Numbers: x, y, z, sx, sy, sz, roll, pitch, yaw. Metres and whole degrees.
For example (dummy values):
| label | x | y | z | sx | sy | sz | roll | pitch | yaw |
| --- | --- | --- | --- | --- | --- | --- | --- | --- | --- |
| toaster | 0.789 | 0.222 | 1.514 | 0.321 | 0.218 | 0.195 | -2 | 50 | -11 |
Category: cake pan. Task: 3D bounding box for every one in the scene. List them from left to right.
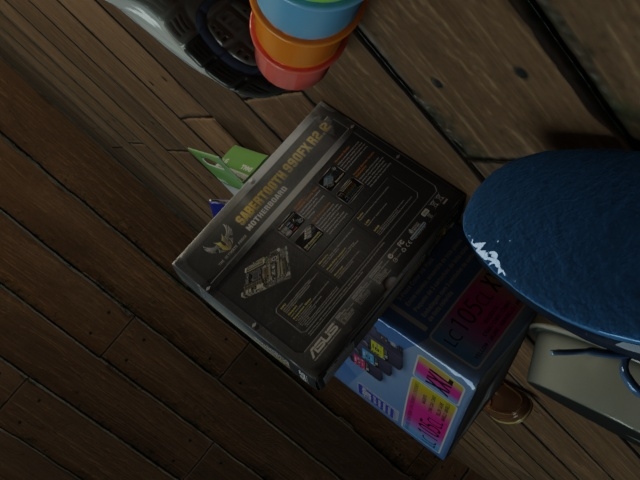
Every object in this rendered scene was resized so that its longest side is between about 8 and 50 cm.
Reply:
| label | x | y | z | sx | sy | sz | roll | pitch | yaw |
| --- | --- | --- | --- | --- | --- | --- | --- | --- | --- |
| cake pan | 0.313 | 0.165 | 0.648 | 0.293 | 0.054 | 0.293 | 28 | 175 | 2 |

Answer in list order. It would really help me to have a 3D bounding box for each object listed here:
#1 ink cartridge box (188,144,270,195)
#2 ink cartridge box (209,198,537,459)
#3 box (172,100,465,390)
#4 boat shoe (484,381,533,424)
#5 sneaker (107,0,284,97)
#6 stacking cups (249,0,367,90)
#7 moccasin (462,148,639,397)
| label | x | y | z | sx | sy | sz | roll | pitch | yaw |
| --- | --- | --- | --- | --- | --- | --- | --- | --- | --- |
| ink cartridge box | -0.099 | -0.088 | 1.129 | 0.209 | 0.062 | 0.109 | 48 | 166 | -35 |
| ink cartridge box | 0.042 | 0.055 | 0.877 | 0.395 | 0.151 | 0.270 | 36 | 155 | 22 |
| box | 0.000 | 0.000 | 0.711 | 0.183 | 0.231 | 0.056 | 35 | 165 | 18 |
| boat shoe | 0.292 | 0.264 | 1.244 | 0.060 | 0.064 | 0.178 | 41 | 172 | -18 |
| sneaker | -0.149 | -0.228 | 0.641 | 0.297 | 0.111 | 0.129 | 43 | 174 | -11 |
| stacking cups | 0.003 | -0.165 | 0.443 | 0.096 | 0.096 | 0.316 | 39 | 172 | 1 |
| moccasin | 0.229 | 0.046 | 0.402 | 0.342 | 0.137 | 0.117 | 29 | 169 | 46 |
